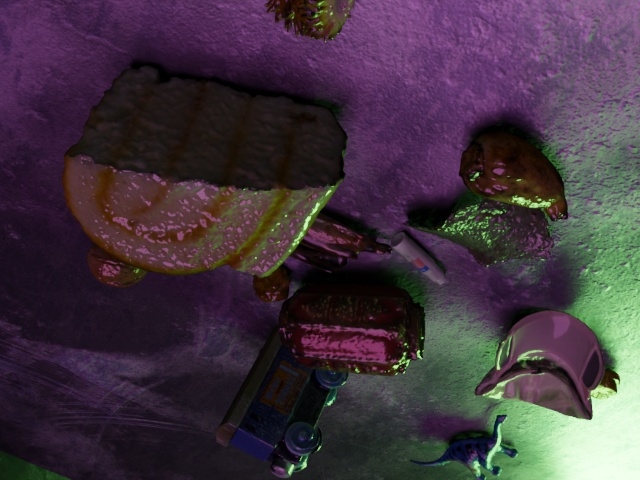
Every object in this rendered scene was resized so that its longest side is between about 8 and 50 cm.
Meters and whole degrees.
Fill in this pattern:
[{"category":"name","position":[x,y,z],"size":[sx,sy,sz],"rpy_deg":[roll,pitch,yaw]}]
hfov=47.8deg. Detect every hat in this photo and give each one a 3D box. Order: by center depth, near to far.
[{"category":"hat","position":[0.425,0.232,1.392],"size":[0.219,0.164,0.226],"rpy_deg":[13,100,12]}]

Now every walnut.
[{"category":"walnut","position":[-0.405,0.042,1.450],"size":[0.124,0.105,0.105],"rpy_deg":[15,142,-20]}]

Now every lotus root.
[{"category":"lotus root","position":[0.294,-0.093,1.068],"size":[0.190,0.095,0.108],"rpy_deg":[22,163,-18]}]

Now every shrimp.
[{"category":"shrimp","position":[-0.006,0.009,1.304],"size":[0.254,0.059,0.145],"rpy_deg":[20,142,-3]}]

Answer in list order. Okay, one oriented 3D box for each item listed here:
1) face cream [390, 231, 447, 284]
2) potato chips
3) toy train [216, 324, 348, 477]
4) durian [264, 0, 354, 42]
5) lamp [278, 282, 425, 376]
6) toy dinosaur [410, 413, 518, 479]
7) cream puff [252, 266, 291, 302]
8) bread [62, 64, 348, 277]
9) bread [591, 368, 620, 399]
[{"category":"face cream","position":[0.179,0.036,1.287],"size":[0.130,0.034,0.034],"rpy_deg":[40,135,-25]},{"category":"potato chips","position":[0.254,-0.014,1.191],"size":[0.228,0.059,0.167],"rpy_deg":[-12,141,30]},{"category":"toy train","position":[-0.073,0.335,1.513],"size":[0.201,0.300,0.131],"rpy_deg":[27,140,2]},{"category":"durian","position":[-0.009,-0.375,0.840],"size":[0.191,0.112,0.341],"rpy_deg":[23,141,-10]},{"category":"lamp","position":[0.060,0.166,1.366],"size":[0.273,0.177,0.177],"rpy_deg":[4,137,15]},{"category":"toy dinosaur","position":[0.369,0.510,1.716],"size":[0.144,0.076,0.329],"rpy_deg":[37,134,-11]},{"category":"cream puff","position":[-0.098,0.089,1.417],"size":[0.083,0.058,0.083],"rpy_deg":[29,134,19]},{"category":"bread","position":[-0.164,-0.077,1.120],"size":[0.394,0.239,0.264],"rpy_deg":[11,135,2]},{"category":"bread","position":[0.545,0.279,1.420],"size":[0.083,0.046,0.081],"rpy_deg":[4,143,13]}]
